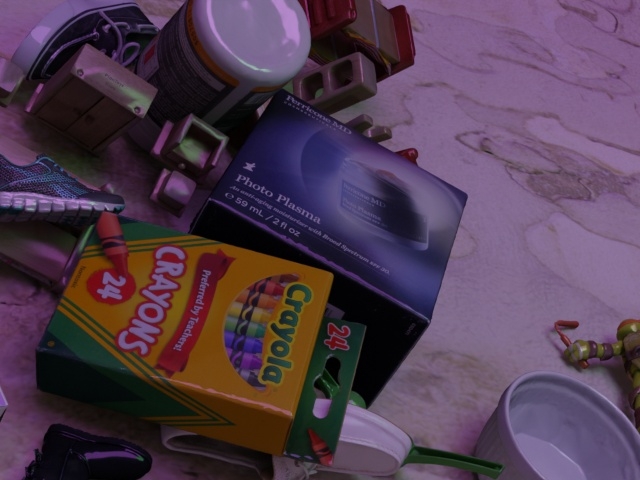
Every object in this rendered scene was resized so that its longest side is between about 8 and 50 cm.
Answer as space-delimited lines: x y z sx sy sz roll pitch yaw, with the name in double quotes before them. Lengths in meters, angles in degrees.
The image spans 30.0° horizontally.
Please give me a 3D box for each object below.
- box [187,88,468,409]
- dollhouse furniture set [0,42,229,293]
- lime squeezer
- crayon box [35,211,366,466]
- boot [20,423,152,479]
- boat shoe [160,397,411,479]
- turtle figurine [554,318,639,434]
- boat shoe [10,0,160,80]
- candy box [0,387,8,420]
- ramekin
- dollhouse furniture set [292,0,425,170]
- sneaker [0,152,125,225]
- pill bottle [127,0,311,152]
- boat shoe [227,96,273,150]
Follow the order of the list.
"box" 0.000 0.000 1.504 0.296 0.182 0.294 29 36 -4
"dollhouse furniture set" -0.326 -0.034 1.433 0.303 0.174 0.355 32 65 -21
"lime squeezer" 0.056 0.203 1.375 0.310 0.110 0.059 37 58 12
"crayon box" -0.114 0.101 1.266 0.319 0.081 0.202 15 48 1
"boot" -0.235 0.237 1.182 0.121 0.045 0.099 18 36 -6
"boat shoe" -0.039 0.225 1.295 0.277 0.098 0.096 12 46 -5
"turtle figurine" 0.475 0.186 1.698 0.270 0.087 0.217 12 41 -24
"boat shoe" -0.311 -0.262 1.643 0.105 0.113 0.306 40 22 2
"candy box" -0.362 0.146 1.071 0.070 0.196 0.164 -5 51 -38
"ramekin" 0.286 0.271 1.453 0.207 0.109 0.207 20 38 -16
"dollhouse furniture set" 0.044 -0.208 1.788 0.201 0.152 0.374 24 53 -53
"sneaker" -0.295 -0.060 1.321 0.167 0.065 0.076 5 72 -31
"pill bottle" -0.146 -0.219 1.543 0.162 0.278 0.162 14 64 -29
"boat shoe" -0.110 -0.236 1.758 0.098 0.109 0.302 4 39 -30
